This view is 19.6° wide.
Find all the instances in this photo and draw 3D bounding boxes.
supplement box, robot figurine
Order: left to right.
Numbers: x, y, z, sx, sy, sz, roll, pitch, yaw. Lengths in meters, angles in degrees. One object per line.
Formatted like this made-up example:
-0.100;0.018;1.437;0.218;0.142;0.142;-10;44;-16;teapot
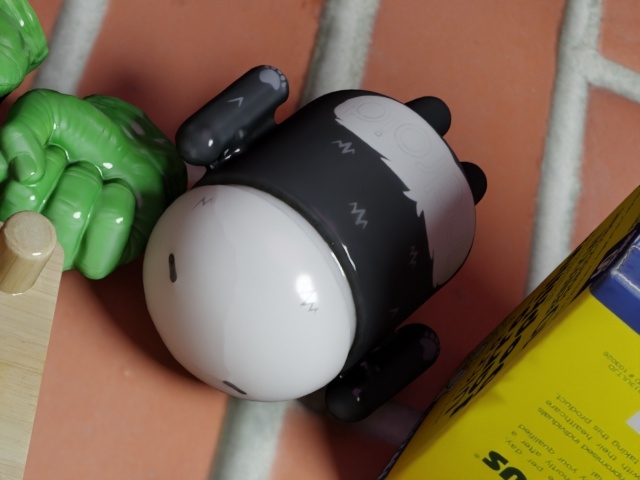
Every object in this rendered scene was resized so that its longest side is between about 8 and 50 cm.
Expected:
-0.002;-0.001;1.329;0.209;0.173;0.278;34;48;20;robot figurine
0.212;0.111;1.242;0.195;0.356;0.194;40;49;1;supplement box

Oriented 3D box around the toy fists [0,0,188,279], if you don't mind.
-0.225;-0.088;1.317;0.279;0.096;0.142;45;51;4;toy fists

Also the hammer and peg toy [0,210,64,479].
-0.349;0.065;1.130;0.361;0.127;0.266;17;55;-17;hammer and peg toy
